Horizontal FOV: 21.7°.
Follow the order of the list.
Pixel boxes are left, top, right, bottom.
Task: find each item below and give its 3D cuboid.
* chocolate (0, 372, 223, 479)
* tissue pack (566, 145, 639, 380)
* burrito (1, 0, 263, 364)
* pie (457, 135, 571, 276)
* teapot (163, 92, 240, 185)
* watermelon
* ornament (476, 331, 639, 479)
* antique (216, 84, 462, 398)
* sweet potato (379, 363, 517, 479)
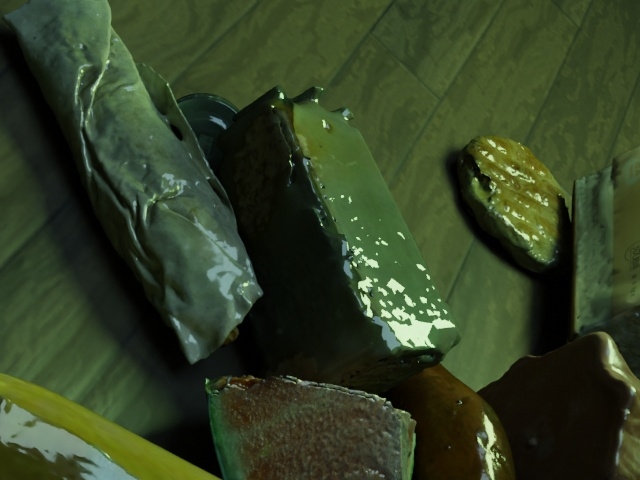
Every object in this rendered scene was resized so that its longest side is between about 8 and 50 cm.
[{"bbox_3d":[-0.180,0.194,1.146,0.445,0.162,0.162,32,35,-18],"label":"chocolate"},{"bbox_3d":[0.418,0.049,1.894,0.238,0.238,0.305,36,34,-16],"label":"tissue pack"},{"bbox_3d":[-0.160,-0.070,1.493,0.117,0.076,0.392,-22,66,-19],"label":"burrito"},{"bbox_3d":[0.233,-0.045,1.977,0.195,0.046,0.195,32,34,-25],"label":"pie"},{"bbox_3d":[-0.111,-0.086,1.604,0.092,0.124,0.091,-4,19,-1],"label":"teapot"},{"bbox_3d":[-0.012,0.202,1.383,0.231,0.128,0.146,13,71,-23],"label":"watermelon"},{"bbox_3d":[0.268,0.229,1.592,0.217,0.221,0.235,29,77,-33],"label":"ornament"},{"bbox_3d":[0.000,0.000,1.507,0.125,0.150,0.284,2,64,-49],"label":"antique"},{"bbox_3d":[0.120,0.196,1.514,0.112,0.112,0.359,15,43,-40],"label":"sweet potato"}]
